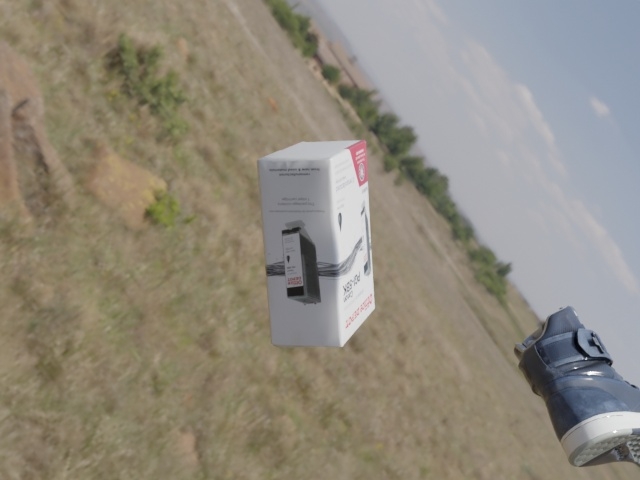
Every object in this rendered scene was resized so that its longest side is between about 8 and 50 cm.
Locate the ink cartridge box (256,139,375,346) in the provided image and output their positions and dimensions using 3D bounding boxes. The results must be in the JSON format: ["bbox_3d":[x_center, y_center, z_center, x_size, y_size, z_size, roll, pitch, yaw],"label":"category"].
[{"bbox_3d":[0.000,0.000,0.696,0.099,0.056,0.135,-38,126,-68],"label":"ink cartridge box"}]

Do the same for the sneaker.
[{"bbox_3d":[0.297,0.148,0.980,0.226,0.086,0.163,14,37,-39],"label":"sneaker"}]
